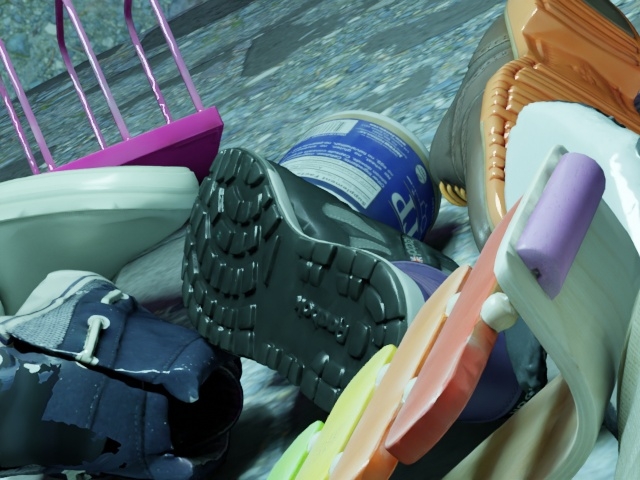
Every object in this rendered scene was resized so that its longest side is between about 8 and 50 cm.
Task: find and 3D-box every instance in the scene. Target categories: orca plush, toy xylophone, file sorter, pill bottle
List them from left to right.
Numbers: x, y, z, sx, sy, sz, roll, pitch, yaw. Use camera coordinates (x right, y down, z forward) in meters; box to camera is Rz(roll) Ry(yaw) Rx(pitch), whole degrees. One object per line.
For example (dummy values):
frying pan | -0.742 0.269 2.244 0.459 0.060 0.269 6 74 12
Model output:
file sorter | -0.258 -0.098 1.715 0.290 0.182 0.202 -23 -10 -11
pill bottle | 0.000 0.000 1.283 0.112 0.112 0.187 -19 18 31
toy xylophone | 0.018 0.111 0.806 0.323 0.081 0.236 -48 4 23
orca plush | 0.177 0.032 0.902 0.102 0.151 0.287 12 17 -26

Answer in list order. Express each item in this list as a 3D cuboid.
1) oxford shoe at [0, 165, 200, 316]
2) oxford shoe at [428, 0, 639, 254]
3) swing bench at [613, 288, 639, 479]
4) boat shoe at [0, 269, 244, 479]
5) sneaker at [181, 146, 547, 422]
oxford shoe | -0.239 0.042 1.485 0.169 0.130 0.449 4 -19 -43
oxford shoe | 0.136 -0.048 1.252 0.133 0.130 0.364 -52 8 28
swing bench | 0.188 0.079 0.608 0.254 0.165 0.253 -22 18 21
boat shoe | -0.119 0.094 1.233 0.158 0.127 0.340 8 7 7
sneaker | 0.019 0.035 1.098 0.283 0.124 0.107 40 113 56
